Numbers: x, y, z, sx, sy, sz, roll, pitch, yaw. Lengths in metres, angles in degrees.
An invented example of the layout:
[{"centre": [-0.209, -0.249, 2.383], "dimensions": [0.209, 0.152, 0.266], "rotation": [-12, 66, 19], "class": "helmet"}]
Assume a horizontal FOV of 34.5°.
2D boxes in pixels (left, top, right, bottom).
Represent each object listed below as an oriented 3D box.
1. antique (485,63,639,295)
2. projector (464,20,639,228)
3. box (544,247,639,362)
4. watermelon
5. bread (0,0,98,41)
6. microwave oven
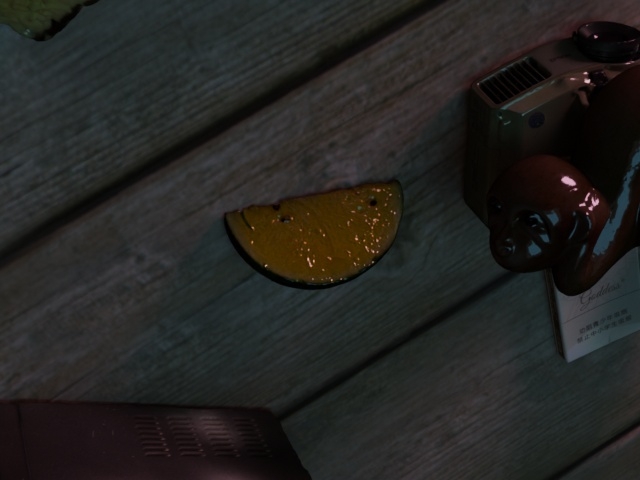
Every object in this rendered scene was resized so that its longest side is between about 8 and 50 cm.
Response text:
[{"centre": [0.259, -0.059, 0.939], "dimensions": [0.257, 0.121, 0.143], "rotation": [-33, 122, -2], "class": "antique"}, {"centre": [0.283, -0.117, 1.039], "dimensions": [0.269, 0.088, 0.194], "rotation": [-12, 123, -15], "class": "projector"}, {"centre": [0.310, 0.041, 1.171], "dimensions": [0.109, 0.029, 0.198], "rotation": [-23, 124, -9], "class": "box"}, {"centre": [0.003, 0.007, 1.001], "dimensions": [0.181, 0.075, 0.092], "rotation": [-10, 116, -16], "class": "watermelon"}, {"centre": [-0.279, -0.240, 0.732], "dimensions": [0.266, 0.142, 0.178], "rotation": [23, 147, -32], "class": "bread"}, {"centre": [-0.193, 0.409, 1.041], "dimensions": [0.374, 0.236, 0.432], "rotation": [7, 114, -25], "class": "microwave oven"}]
